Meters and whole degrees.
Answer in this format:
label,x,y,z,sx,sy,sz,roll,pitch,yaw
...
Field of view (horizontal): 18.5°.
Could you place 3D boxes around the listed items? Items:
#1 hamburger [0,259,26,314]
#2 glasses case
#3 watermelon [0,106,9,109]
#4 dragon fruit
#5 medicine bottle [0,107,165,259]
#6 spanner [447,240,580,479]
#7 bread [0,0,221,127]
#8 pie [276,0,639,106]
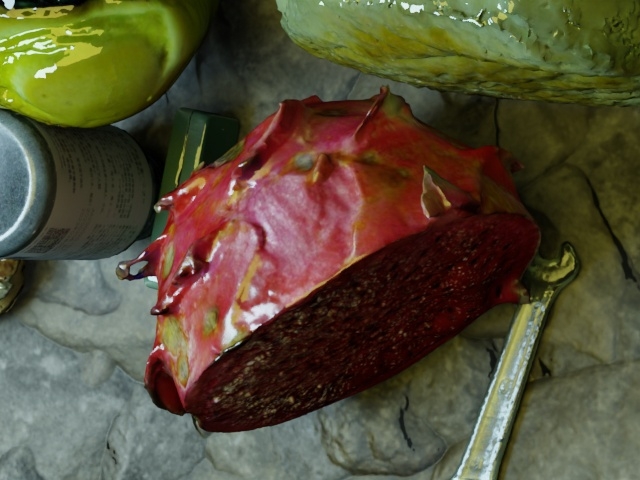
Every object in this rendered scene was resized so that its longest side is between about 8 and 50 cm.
label,x,y,z,sx,sy,sz,roll,pitch,yaw
hamburger,-0.441,-0.013,2.064,0.283,0.144,0.260,-21,82,24
glasses case,-0.130,-0.039,1.978,0.039,0.078,0.184,12,93,23
watermelon,-0.309,-0.219,2.083,0.092,0.075,0.181,26,103,-23
dragon fruit,0.000,0.000,1.783,0.249,0.371,0.386,60,141,20
medicine bottle,-0.253,-0.050,1.914,0.141,0.293,0.141,-1,88,24
spanner,0.177,0.140,1.881,0.071,0.017,0.302,19,97,22
bread,-0.224,-0.237,1.847,0.251,0.376,0.208,23,113,-6
pie,0.159,-0.208,1.678,0.395,0.418,0.180,7,97,32
